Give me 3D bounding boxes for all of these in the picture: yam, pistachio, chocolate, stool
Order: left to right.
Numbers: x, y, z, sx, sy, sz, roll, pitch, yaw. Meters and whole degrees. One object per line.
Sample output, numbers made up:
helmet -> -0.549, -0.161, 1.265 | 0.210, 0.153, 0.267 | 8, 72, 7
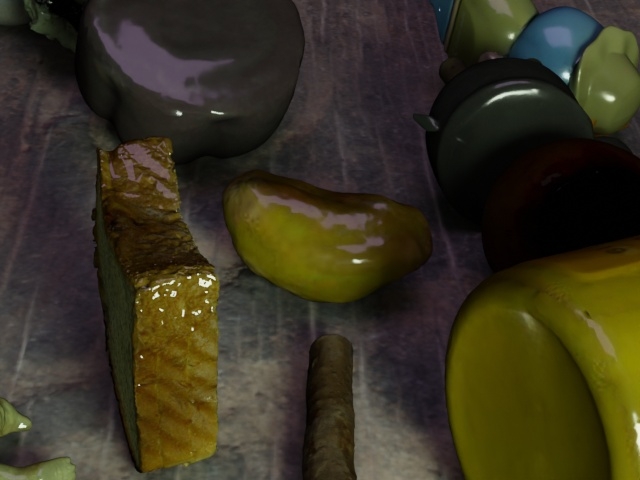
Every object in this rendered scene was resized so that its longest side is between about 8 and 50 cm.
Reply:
pistachio -> 0.001, 0.003, 1.237 | 0.189, 0.100, 0.110 | 14, 53, -2
yam -> 0.011, 0.169, 1.008 | 0.045, 0.045, 0.327 | 39, 23, -21
stool -> 0.196, -0.090, 1.391 | 0.228, 0.153, 0.139 | 39, 17, -23
chocolate -> 0.220, -0.012, 1.254 | 0.176, 0.177, 0.177 | 4, 31, -2

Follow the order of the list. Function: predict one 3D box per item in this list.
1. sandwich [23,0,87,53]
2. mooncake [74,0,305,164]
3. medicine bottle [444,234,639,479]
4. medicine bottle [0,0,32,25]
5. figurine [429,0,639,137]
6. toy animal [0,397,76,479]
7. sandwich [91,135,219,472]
sandwich -> -0.227, -0.337, 1.639 | 0.262, 0.131, 0.325 | 47, 37, 1
mooncake -> -0.134, -0.189, 1.440 | 0.245, 0.133, 0.245 | 8, 60, -13
medicine bottle -> 0.299, 0.091, 1.004 | 0.384, 0.224, 0.224 | -13, 35, -26
medicine bottle -> -0.472, -0.381, 1.776 | 0.375, 0.123, 0.282 | 15, 34, 13
figurine -> 0.245, -0.210, 1.568 | 0.180, 0.154, 0.262 | 8, 34, -48
toy animal -> -0.260, 0.161, 0.954 | 0.101, 0.103, 0.218 | -2, 26, 39
sandwich -> -0.125, 0.048, 1.055 | 0.065, 0.186, 0.215 | -6, 30, -14
